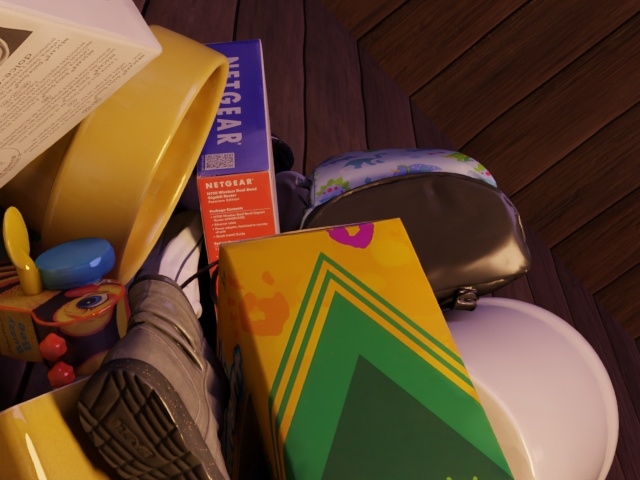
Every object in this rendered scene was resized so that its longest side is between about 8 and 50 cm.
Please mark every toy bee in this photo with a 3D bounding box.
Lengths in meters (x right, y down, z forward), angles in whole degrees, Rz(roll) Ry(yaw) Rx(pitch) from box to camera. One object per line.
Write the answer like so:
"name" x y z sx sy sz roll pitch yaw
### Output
"toy bee" -0.219 0.059 1.106 0.195 0.298 0.162 60 32 -10

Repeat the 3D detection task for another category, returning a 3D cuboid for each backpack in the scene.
"backpack" 0.097 -0.014 1.706 0.355 0.290 0.273 80 1 -80

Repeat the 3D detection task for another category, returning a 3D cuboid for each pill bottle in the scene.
"pill bottle" 0.000 0.000 1.929 0.221 0.124 0.124 35 25 -40

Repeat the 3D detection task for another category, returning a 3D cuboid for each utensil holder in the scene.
"utensil holder" 0.161 0.252 1.554 0.327 0.328 0.385 55 21 9

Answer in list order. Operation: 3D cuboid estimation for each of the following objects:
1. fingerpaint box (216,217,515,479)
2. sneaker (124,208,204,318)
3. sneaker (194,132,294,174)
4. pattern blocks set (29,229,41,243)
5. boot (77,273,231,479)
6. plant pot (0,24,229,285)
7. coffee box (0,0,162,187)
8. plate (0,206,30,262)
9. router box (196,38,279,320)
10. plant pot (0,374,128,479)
"fingerpaint box" 0.022 0.270 1.069 0.444 0.163 0.371 96 -19 -47
"sneaker" -0.173 0.051 1.439 0.258 0.094 0.091 -72 140 -62
"sneaker" -0.146 -0.162 1.923 0.283 0.107 0.124 22 29 -56
"pattern blocks set" -0.256 -0.014 1.509 0.285 0.026 0.325 55 19 8
"boot" -0.085 0.153 0.950 0.161 0.083 0.246 -73 144 -65
"plant pot" -0.247 -0.115 1.261 0.239 0.254 0.254 26 21 1
"coffee box" -0.402 -0.198 1.021 0.337 0.338 0.334 57 19 13
"plate" -0.364 -0.050 1.288 0.188 0.024 0.188 34 29 -22
"router box" -0.094 -0.041 1.602 0.335 0.082 0.301 -97 -178 -56
"plant pot" -0.211 0.222 0.947 0.187 0.212 0.212 65 20 3
